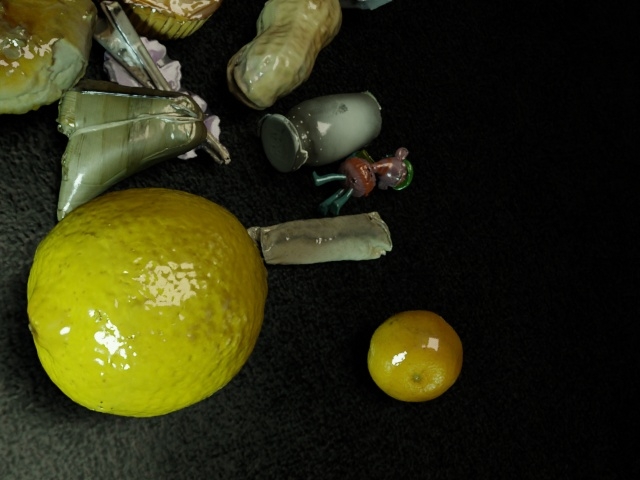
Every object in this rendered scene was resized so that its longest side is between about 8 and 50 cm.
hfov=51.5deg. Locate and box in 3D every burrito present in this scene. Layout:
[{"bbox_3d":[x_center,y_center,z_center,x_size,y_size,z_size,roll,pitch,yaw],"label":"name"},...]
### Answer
[{"bbox_3d":[0.000,0.000,1.076,0.275,0.059,0.082,-6,67,-37],"label":"burrito"}]

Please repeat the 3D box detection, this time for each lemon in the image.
[{"bbox_3d":[-0.201,0.070,0.786,0.293,0.293,0.293,12,69,-32],"label":"lemon"}]

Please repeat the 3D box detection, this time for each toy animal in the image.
[{"bbox_3d":[0.070,-0.113,1.151,0.208,0.100,0.103,-27,51,-36],"label":"toy animal"}]

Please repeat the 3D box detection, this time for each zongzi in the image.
[{"bbox_3d":[-0.256,-0.112,0.893,0.194,0.099,0.197,4,79,-3],"label":"zongzi"}]

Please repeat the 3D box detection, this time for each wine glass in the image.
[{"bbox_3d":[0.004,-0.183,1.103,0.204,0.111,0.111,-23,89,-36],"label":"wine glass"}]

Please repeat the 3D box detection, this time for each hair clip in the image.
[{"bbox_3d":[-0.234,-0.225,0.978,0.292,0.084,0.106,51,49,-17],"label":"hair clip"}]

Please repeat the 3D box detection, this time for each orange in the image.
[{"bbox_3d":[0.150,0.182,1.068,0.155,0.154,0.134,36,24,-21],"label":"orange"}]

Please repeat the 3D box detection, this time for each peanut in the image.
[{"bbox_3d":[-0.057,-0.326,1.099,0.130,0.130,0.290,38,56,-19],"label":"peanut"}]

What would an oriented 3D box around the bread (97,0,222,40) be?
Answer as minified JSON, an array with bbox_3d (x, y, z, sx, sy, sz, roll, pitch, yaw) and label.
[{"bbox_3d":[-0.249,-0.399,1.005,0.199,0.104,0.199,8,75,-30],"label":"bread"}]

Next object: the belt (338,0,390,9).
[{"bbox_3d":[0.000,-0.512,1.146,0.347,0.212,0.117,3,72,-30],"label":"belt"}]

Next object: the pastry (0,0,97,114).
[{"bbox_3d":[-0.405,-0.272,0.812,0.236,0.121,0.257,37,65,-1],"label":"pastry"}]
